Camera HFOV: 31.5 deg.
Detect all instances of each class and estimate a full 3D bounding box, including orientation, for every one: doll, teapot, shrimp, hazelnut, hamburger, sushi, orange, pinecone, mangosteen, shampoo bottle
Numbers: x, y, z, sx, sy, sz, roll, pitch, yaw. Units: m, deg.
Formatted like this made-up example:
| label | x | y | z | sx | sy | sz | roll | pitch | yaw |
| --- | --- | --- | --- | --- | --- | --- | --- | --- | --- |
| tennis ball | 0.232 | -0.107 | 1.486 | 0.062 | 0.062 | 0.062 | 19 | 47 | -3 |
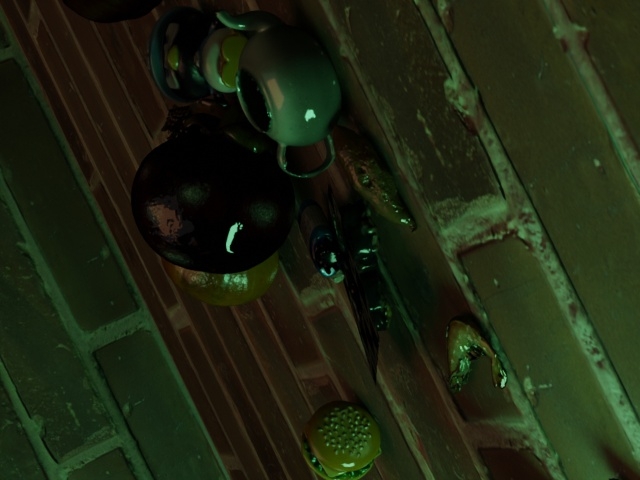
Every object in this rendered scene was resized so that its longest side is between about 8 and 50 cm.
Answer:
| label | x | y | z | sx | sy | sz | roll | pitch | yaw |
| --- | --- | --- | --- | --- | --- | --- | --- | --- | --- |
| doll | -0.227 | -0.333 | 2.046 | 0.314 | 0.141 | 0.177 | 17 | 109 | 55 |
| teapot | -0.056 | -0.234 | 1.754 | 0.193 | 0.129 | 0.294 | 19 | 131 | 64 |
| shrimp | -0.203 | -0.237 | 2.197 | 0.190 | 0.101 | 0.042 | 116 | 169 | -76 |
| hazelnut | -0.401 | -0.507 | 2.175 | 0.234 | 0.218 | 0.218 | 22 | 134 | 61 |
| hamburger | 0.042 | 0.395 | 2.235 | 0.162 | 0.162 | 0.115 | 57 | 153 | 20 |
| sushi | 0.078 | 0.066 | 1.856 | 0.294 | 0.059 | 0.292 | 90 | 165 | -71 |
| shrimp | 0.233 | 0.191 | 1.696 | 0.124 | 0.034 | 0.178 | 39 | 144 | 37 |
| orange | -0.198 | 0.022 | 2.267 | 0.240 | 0.240 | 0.171 | 51 | 139 | 32 |
| pinecone | -0.270 | -0.231 | 2.337 | 0.109 | 0.102 | 0.102 | 39 | 153 | 13 |
| mangosteen | -0.186 | -0.081 | 2.048 | 0.297 | 0.297 | 0.293 | 53 | 127 | 27 |
| shampoo bottle | 0.000 | 0.000 | 1.896 | 0.183 | 0.050 | 0.087 | -114 | 14 | -65 |

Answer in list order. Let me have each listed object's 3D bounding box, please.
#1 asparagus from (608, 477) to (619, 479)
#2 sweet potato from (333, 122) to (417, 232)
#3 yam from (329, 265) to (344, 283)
| label | x | y | z | sx | sy | sz | roll | pitch | yaw |
| --- | --- | --- | --- | --- | --- | --- | --- | --- | --- |
| asparagus | 0.420 | 0.362 | 1.420 | 0.041 | 0.045 | 0.178 | 37 | -179 | -41 |
| sweet potato | 0.078 | -0.093 | 1.700 | 0.206 | 0.060 | 0.068 | 54 | 151 | 3 |
| yam | 0.016 | 0.035 | 1.962 | 0.145 | 0.032 | 0.032 | -113 | 5 | -67 |
